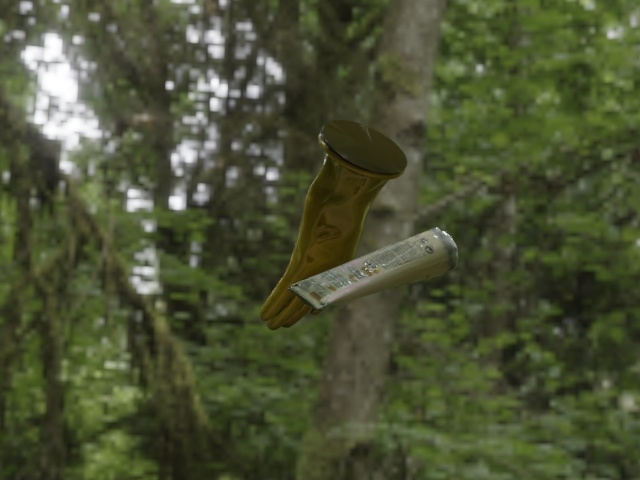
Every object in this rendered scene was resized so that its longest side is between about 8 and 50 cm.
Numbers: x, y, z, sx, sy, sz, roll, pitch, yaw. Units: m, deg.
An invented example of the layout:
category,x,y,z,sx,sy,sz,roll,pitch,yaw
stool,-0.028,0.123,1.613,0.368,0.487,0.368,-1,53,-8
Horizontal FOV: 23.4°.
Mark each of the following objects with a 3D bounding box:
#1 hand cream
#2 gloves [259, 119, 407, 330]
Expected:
category,x,y,z,sx,sy,sz,roll,pitch,yaw
hand cream,0.049,0.028,1.288,0.143,0.039,0.061,-19,26,-19
gloves,-0.001,0.000,1.979,0.133,0.116,0.294,-5,-49,-43
